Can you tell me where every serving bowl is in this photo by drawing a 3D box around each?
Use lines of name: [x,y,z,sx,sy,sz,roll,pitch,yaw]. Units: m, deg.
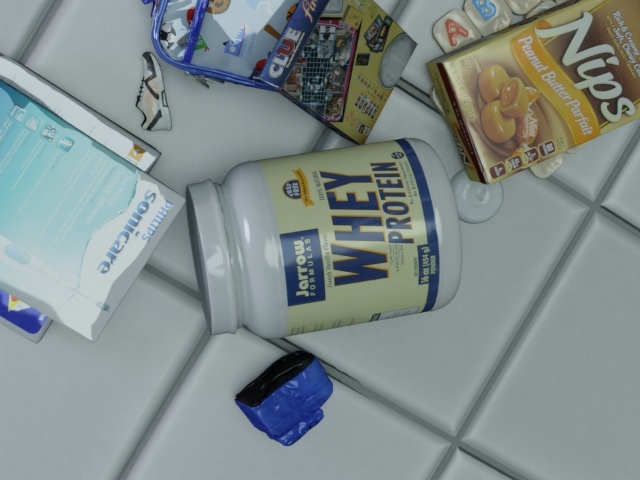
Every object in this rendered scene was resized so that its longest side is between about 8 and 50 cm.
serving bowl: [0.224,-0.064,1.760,0.083,0.027,0.083,-1,96,-11]

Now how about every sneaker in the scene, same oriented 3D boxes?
sneaker: [-0.228,-0.197,1.652,0.043,0.040,0.109,-10,98,-7]

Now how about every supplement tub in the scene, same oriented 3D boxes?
supplement tub: [0.000,0.000,1.618,0.325,0.235,0.235,-9,98,-10]

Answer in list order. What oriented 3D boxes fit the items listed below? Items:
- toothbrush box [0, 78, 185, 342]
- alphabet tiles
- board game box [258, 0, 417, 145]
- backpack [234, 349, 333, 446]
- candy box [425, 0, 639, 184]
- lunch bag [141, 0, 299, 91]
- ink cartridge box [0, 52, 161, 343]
toothbrush box: [-0.349,-0.044,1.536,0.295,0.126,0.216,32,89,-13]
alphabet tiles: [0.300,-0.242,1.759,0.284,0.021,0.278,-38,101,-4]
board game box: [0.029,-0.235,1.612,0.042,0.243,0.165,28,90,30]
backpack: [-0.042,0.216,1.708,0.120,0.098,0.101,-41,111,-17]
candy box: [0.326,-0.223,1.710,0.316,0.087,0.183,-24,102,-8]
lunch bag: [-0.097,-0.343,1.609,0.243,0.115,0.303,14,101,-15]
ink cartridge box: [-0.419,-0.072,1.618,0.307,0.072,0.304,33,91,-11]
